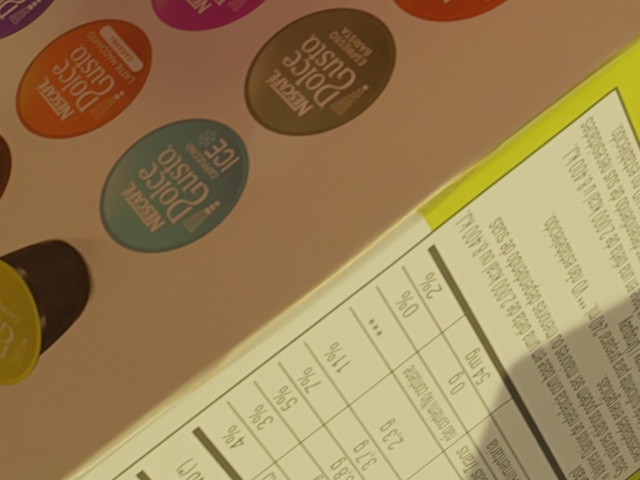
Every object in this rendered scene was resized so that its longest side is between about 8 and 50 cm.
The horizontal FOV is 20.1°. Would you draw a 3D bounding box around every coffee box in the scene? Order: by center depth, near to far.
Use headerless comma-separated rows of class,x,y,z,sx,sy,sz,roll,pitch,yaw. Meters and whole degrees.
coffee box,0.000,0.000,0.744,0.337,0.334,0.338,48,-6,42
